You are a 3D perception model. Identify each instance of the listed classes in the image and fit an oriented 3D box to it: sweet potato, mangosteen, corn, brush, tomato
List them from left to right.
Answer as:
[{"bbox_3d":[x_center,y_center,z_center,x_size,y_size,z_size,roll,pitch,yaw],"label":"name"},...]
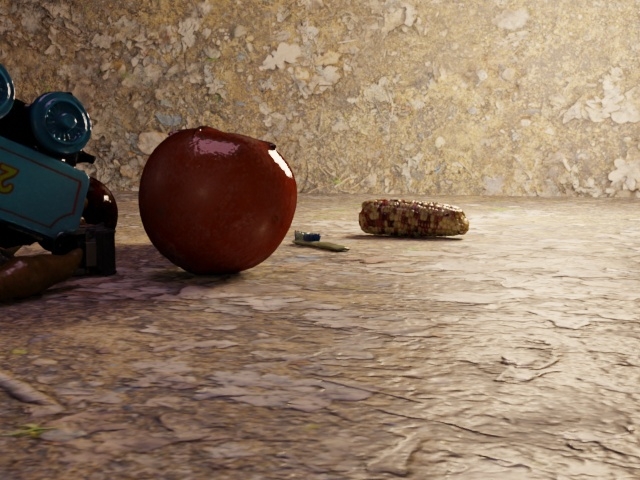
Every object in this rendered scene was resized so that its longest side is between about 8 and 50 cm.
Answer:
[{"bbox_3d":[-0.434,0.055,1.279,0.067,0.067,0.274,3,13,25],"label":"sweet potato"},{"bbox_3d":[-0.475,-0.052,1.724,0.172,0.173,0.184,-2,-12,-11],"label":"mangosteen"},{"bbox_3d":[-0.174,-0.062,1.493,0.264,0.265,0.265,-1,7,0],"label":"tomato"},{"bbox_3d":[0.000,0.001,1.840,0.033,0.030,0.178,7,1,-34],"label":"brush"},{"bbox_3d":[0.209,-0.050,2.007,0.253,0.086,0.086,3,8,21],"label":"corn"}]

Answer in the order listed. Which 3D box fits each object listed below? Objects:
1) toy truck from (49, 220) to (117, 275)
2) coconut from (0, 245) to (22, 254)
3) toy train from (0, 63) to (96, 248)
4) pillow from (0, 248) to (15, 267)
[{"bbox_3d":[-0.412,0.011,1.555,0.092,0.083,0.192,-5,9,-31],"label":"toy truck"},{"bbox_3d":[-0.617,-0.053,1.574,0.236,0.237,0.197,-2,-28,-15],"label":"coconut"},{"bbox_3d":[-0.519,-0.130,1.425,0.188,0.265,0.300,-9,-24,43],"label":"toy train"},{"bbox_3d":[-0.620,0.036,1.313,0.334,0.093,0.161,-1,12,-14],"label":"pillow"}]
